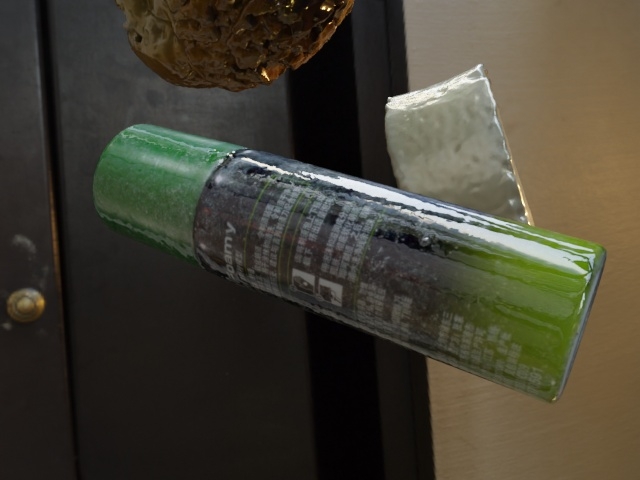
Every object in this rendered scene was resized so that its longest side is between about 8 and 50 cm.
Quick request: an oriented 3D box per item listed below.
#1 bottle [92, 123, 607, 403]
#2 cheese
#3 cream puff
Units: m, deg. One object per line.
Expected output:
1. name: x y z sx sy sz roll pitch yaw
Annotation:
1. bottle: 0.000 0.000 0.414 0.330 0.093 0.093 18 -64 24
2. cheese: 0.209 -0.067 0.911 0.332 0.153 0.292 35 41 -60
3. cream puff: -0.084 -0.319 0.725 0.231 0.327 0.343 36 -71 27
